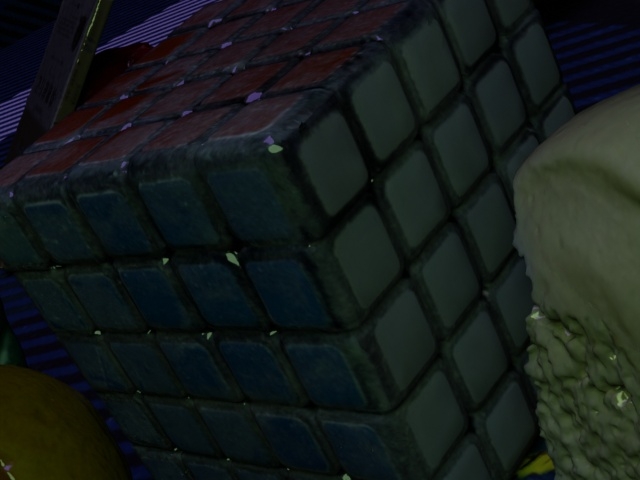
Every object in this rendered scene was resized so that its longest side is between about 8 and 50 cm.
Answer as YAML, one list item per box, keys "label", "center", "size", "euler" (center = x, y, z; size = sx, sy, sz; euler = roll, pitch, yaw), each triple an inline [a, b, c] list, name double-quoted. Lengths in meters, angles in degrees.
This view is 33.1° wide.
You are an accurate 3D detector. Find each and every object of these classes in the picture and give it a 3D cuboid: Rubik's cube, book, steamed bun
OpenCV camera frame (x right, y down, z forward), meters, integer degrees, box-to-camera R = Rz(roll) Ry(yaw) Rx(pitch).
- label: "Rubik's cube"
  center: [0.000, 0.000, 0.601]
  size: [0.237, 0.236, 0.238]
  euler: [-2, 34, 42]
- label: "book"
  center: [-0.316, -0.136, 1.225]
  size: [0.217, 0.021, 0.310]
  euler: [34, 104, 63]
- label: "steamed bun"
  center: [0.193, 0.000, 0.465]
  size: [0.226, 0.200, 0.170]
  euler: [-23, 45, -20]

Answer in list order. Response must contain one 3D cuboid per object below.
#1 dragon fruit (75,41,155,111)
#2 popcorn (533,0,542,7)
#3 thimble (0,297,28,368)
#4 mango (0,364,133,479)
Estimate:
- label: "dragon fruit"
  center: [-0.189, -0.149, 1.226]
  size: [0.163, 0.189, 0.261]
  euler: [-50, 16, 31]
- label: "popcorn"
  center: [0.160, -0.315, 1.117]
  size: [0.204, 0.184, 0.221]
  euler: [-13, 55, 63]
- label: "thimble"
  center: [-0.337, 0.116, 0.686]
  size: [0.167, 0.254, 0.288]
  euler: [-5, 34, 42]
- label: "mango"
  center: [-0.185, 0.169, 0.559]
  size: [0.130, 0.167, 0.262]
  euler: [-34, 24, 21]
